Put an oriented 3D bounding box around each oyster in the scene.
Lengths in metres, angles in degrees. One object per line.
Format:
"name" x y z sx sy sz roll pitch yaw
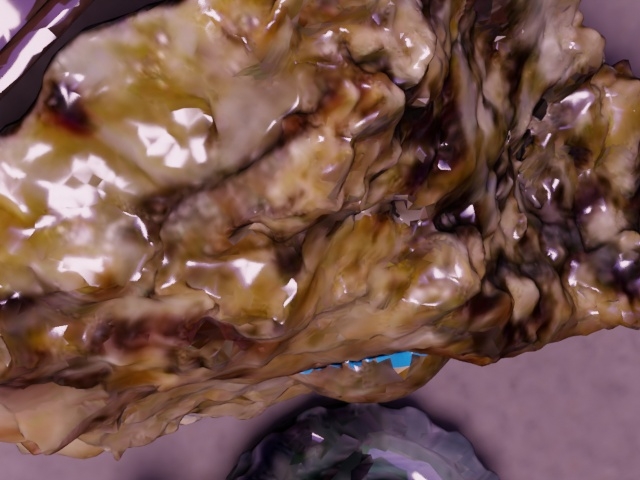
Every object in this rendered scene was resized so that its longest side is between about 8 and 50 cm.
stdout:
"oyster" 0.000 0.000 0.533 0.223 0.083 0.214 -40 142 7

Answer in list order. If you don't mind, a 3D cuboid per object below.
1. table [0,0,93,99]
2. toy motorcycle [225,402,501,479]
"table" -0.142 -0.117 0.497 0.193 0.172 0.169 44 90 -11
"toy motorcycle" 0.020 0.215 0.564 0.188 0.143 0.327 -18 80 -24
